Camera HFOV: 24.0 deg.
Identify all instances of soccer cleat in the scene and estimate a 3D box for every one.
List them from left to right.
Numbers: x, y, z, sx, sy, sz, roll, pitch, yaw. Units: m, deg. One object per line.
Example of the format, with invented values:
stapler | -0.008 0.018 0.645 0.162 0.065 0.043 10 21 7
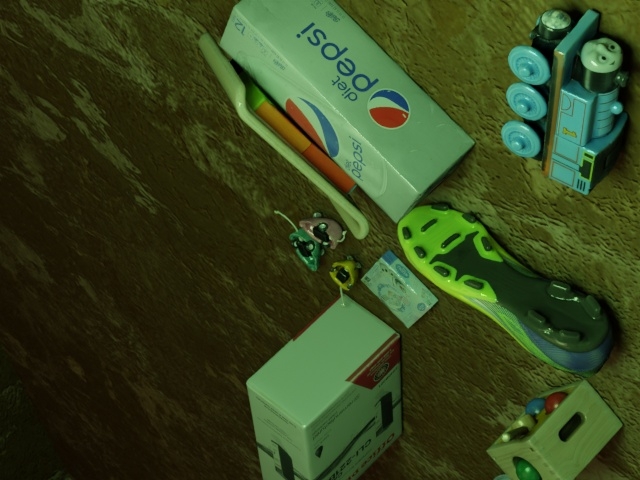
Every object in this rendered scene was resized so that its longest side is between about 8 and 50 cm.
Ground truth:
soccer cleat | 0.199 0.061 1.682 0.289 0.093 0.121 34 158 30

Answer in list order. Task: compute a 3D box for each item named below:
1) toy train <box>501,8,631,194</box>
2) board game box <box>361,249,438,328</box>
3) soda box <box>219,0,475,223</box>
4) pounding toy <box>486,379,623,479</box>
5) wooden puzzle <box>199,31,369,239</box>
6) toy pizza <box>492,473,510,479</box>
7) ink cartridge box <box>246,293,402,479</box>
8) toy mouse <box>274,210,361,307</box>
toy train | 0.228 -0.130 1.377 0.105 0.080 0.184 27 147 21
board game box | 0.100 0.063 1.928 0.090 0.020 0.090 47 155 4
soda box | 0.026 -0.160 1.633 0.286 0.098 0.091 45 155 5
pounding toy | 0.260 0.229 1.765 0.100 0.141 0.130 50 155 -3
wooden puzzle | -0.038 -0.127 1.724 0.239 0.044 0.221 46 -174 -29
toy pizza | 0.315 0.385 2.036 0.201 0.032 0.201 36 153 22
ink cartridge box | 0.011 0.238 2.116 0.114 0.197 0.273 36 153 25
toy mouse | 0.000 0.000 1.986 0.143 0.031 0.161 42 154 13
